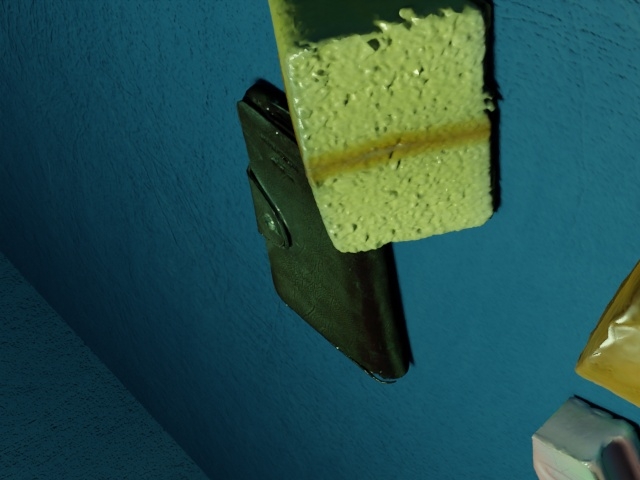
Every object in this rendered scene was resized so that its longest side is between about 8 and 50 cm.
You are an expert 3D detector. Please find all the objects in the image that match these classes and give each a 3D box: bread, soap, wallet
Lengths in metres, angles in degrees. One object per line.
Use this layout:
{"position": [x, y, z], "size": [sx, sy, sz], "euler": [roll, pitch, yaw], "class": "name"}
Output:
{"position": [0.039, -0.128, 0.963], "size": [0.240, 0.135, 0.178], "euler": [76, -178, -54], "class": "bread"}
{"position": [0.226, 0.199, 1.122], "size": [0.100, 0.056, 0.149], "euler": [27, 151, 54], "class": "soap"}
{"position": [0.000, 0.000, 1.267], "size": [0.172, 0.045, 0.318], "euler": [37, 156, 29], "class": "wallet"}

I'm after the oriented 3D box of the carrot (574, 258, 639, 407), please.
{"position": [0.262, 0.054, 0.613], "size": [0.254, 0.196, 0.196], "euler": [37, 159, 8], "class": "carrot"}
